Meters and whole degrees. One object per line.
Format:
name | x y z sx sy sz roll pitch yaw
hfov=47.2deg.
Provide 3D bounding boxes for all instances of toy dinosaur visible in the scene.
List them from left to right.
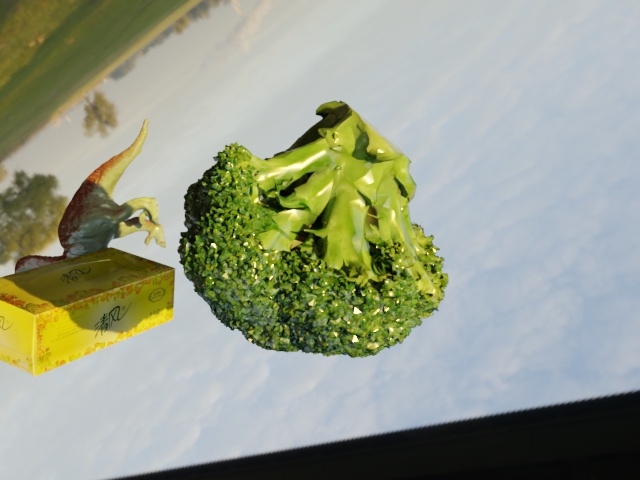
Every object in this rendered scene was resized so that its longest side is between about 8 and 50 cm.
toy dinosaur | -0.255 -0.030 0.827 0.053 0.168 0.242 -101 -157 -58

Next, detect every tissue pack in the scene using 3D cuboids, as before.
tissue pack | -0.233 0.060 0.703 0.095 0.062 0.176 16 -162 28

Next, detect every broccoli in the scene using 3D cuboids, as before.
broccoli | 0.000 0.000 0.469 0.156 0.195 0.195 -50 -161 7
